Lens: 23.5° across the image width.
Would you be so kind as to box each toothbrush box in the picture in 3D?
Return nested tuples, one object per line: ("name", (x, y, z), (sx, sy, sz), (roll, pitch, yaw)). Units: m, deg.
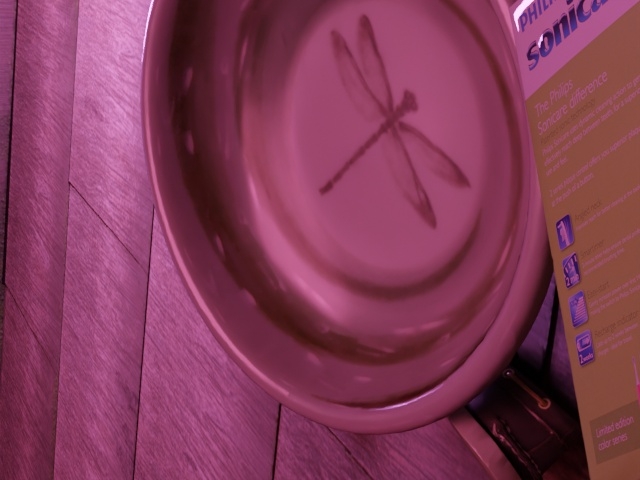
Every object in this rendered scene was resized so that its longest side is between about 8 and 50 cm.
("toothbrush box", (0.210, -0.032, 0.754), (0.206, 0.122, 0.283), (137, 128, -61))

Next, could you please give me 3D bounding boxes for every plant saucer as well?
("plant saucer", (0.030, -0.071, 1.055), (0.400, 0.100, 0.400), (14, 109, 45))

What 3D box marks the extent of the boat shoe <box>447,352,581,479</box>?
("boat shoe", (0.112, 0.099, 1.081), (0.081, 0.068, 0.228), (55, 180, -29))
